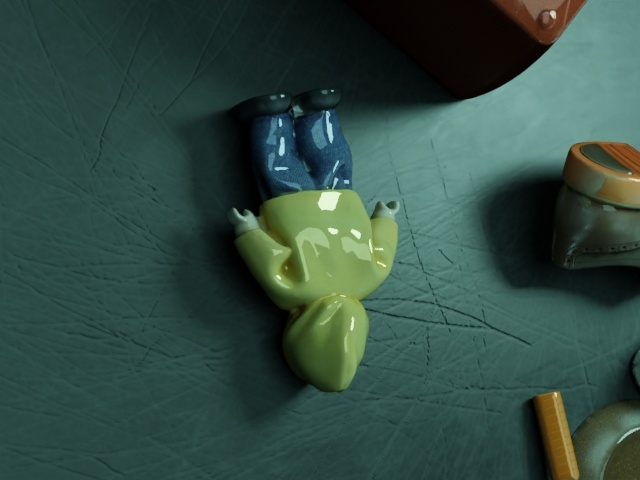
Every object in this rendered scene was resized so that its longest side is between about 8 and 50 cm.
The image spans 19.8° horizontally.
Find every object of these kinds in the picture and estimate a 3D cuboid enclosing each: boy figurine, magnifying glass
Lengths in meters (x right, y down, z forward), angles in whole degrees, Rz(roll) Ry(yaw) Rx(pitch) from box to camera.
[{"bbox_3d":[0.000,0.000,1.731,0.177,0.092,0.285,-10,88,-28],"label":"boy figurine"},{"bbox_3d":[0.252,0.267,1.839,0.092,0.026,0.231,-13,81,8],"label":"magnifying glass"}]

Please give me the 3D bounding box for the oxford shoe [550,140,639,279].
[{"bbox_3d":[0.382,-0.020,1.933,0.364,0.130,0.132,5,113,-33],"label":"oxford shoe"}]

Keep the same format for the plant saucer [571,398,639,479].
[{"bbox_3d":[0.337,0.262,1.893,0.199,0.036,0.198,5,80,-26],"label":"plant saucer"}]

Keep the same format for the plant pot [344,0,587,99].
[{"bbox_3d":[0.161,-0.309,1.737,0.267,0.236,0.267,39,86,-16],"label":"plant pot"}]

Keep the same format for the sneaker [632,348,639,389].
[{"bbox_3d":[0.436,0.093,1.936,0.229,0.092,0.087,-38,98,-27],"label":"sneaker"}]
